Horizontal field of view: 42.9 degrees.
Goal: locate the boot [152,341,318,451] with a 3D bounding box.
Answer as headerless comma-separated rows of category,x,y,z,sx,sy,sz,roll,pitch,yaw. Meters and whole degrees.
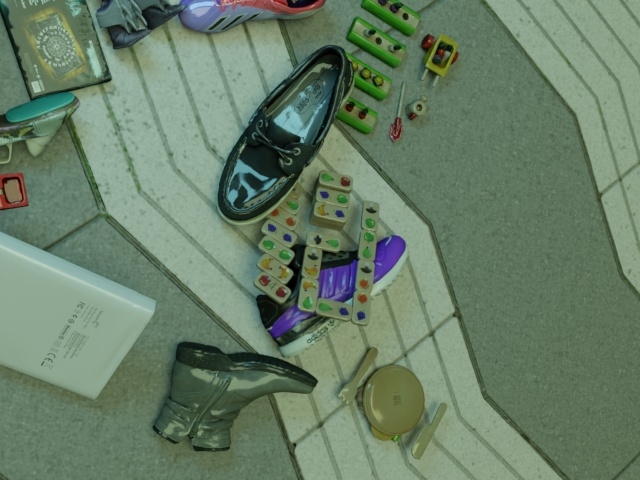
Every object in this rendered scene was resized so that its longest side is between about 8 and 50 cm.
boot,-0.137,0.263,1.315,0.246,0.083,0.161,13,92,-17

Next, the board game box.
board game box,-0.404,-0.316,1.225,0.126,0.026,0.186,-19,97,-22

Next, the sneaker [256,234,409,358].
sneaker,0.016,0.054,1.360,0.293,0.102,0.146,-38,98,-20

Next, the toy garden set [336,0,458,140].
toy garden set,0.132,-0.300,1.437,0.203,0.049,0.244,27,80,-20

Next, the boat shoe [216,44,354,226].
boat shoe,-0.054,-0.176,1.304,0.127,0.113,0.340,39,78,6

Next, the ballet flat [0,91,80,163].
ballet flat,-0.454,-0.154,1.184,0.221,0.077,0.079,-18,121,-15

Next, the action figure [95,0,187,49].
action figure,-0.330,-0.437,1.208,0.285,0.099,0.185,57,47,-22

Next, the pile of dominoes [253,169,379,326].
pile of dominoes,0.000,0.000,1.311,0.195,0.040,0.251,13,58,-9

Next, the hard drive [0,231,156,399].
hard drive,-0.418,0.100,1.149,0.307,0.040,0.203,27,118,-20

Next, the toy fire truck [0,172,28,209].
toy fire truck,-0.507,-0.052,1.120,0.192,0.135,0.047,-11,94,-23

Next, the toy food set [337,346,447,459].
toy food set,0.125,0.286,1.443,0.192,0.038,0.132,40,68,-12

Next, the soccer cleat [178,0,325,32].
soccer cleat,-0.106,-0.388,1.313,0.248,0.095,0.083,-11,94,-23
